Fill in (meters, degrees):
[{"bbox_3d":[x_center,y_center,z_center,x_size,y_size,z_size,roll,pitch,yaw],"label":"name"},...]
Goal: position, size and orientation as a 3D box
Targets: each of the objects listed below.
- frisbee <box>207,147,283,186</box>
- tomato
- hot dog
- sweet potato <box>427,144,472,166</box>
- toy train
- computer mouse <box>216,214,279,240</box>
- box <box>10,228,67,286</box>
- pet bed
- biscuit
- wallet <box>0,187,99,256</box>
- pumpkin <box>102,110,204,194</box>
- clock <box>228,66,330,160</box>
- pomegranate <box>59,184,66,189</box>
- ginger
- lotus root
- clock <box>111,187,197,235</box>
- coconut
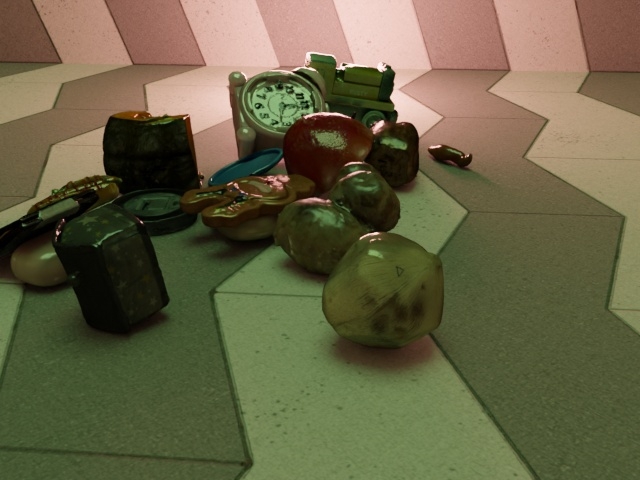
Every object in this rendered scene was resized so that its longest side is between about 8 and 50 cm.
[{"bbox_3d":[-0.212,-0.201,2.061,0.242,0.045,0.242,-19,21,7],"label":"frisbee"},{"bbox_3d":[-0.012,-0.259,1.954,0.309,0.170,0.309,-35,22,16],"label":"tomato"},{"bbox_3d":[-0.628,-0.110,1.810,0.250,0.076,0.104,-27,35,-14],"label":"hot dog"},{"bbox_3d":[0.406,-0.274,2.249,0.058,0.055,0.202,-15,28,-31],"label":"sweet potato"},{"bbox_3d":[0.096,-0.517,2.509,0.398,0.253,0.160,7,24,-10],"label":"toy train"},{"bbox_3d":[-0.192,-0.059,1.741,0.145,0.081,0.236,-14,29,-28],"label":"computer mouse"},{"bbox_3d":[-0.567,0.031,1.534,0.146,0.088,0.200,10,25,26],"label":"box"},{"bbox_3d":[-0.404,0.060,1.329,0.159,0.210,0.183,-30,37,-32],"label":"pet bed"},{"bbox_3d":[-0.163,-0.109,1.700,0.334,0.047,0.202,-16,31,-33],"label":"biscuit"},{"bbox_3d":[-0.645,-0.032,1.573,0.262,0.071,0.221,-22,7,36],"label":"wallet"},{"bbox_3d":[-0.484,-0.252,2.026,0.304,0.225,0.256,3,19,21],"label":"pumpkin"},{"bbox_3d":[-0.122,-0.405,2.289,0.326,0.184,0.341,-7,68,-9],"label":"clock"},{"bbox_3d":[-0.673,-0.113,1.886,0.085,0.073,0.073,-36,39,-26],"label":"pomegranate"},{"bbox_3d":[0.059,-0.055,1.564,0.245,0.155,0.304,25,55,38],"label":"ginger"},{"bbox_3d":[0.205,-0.268,2.091,0.193,0.193,0.291,3,25,7],"label":"lotus root"},{"bbox_3d":[-0.428,-0.075,1.823,0.226,0.048,0.226,1,25,0],"label":"clock"},{"bbox_3d":[0.117,0.085,1.241,0.225,0.224,0.224,0,24,0],"label":"coconut"}]
